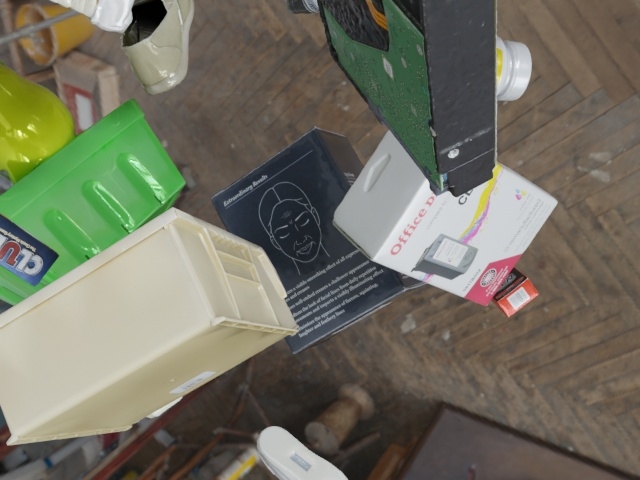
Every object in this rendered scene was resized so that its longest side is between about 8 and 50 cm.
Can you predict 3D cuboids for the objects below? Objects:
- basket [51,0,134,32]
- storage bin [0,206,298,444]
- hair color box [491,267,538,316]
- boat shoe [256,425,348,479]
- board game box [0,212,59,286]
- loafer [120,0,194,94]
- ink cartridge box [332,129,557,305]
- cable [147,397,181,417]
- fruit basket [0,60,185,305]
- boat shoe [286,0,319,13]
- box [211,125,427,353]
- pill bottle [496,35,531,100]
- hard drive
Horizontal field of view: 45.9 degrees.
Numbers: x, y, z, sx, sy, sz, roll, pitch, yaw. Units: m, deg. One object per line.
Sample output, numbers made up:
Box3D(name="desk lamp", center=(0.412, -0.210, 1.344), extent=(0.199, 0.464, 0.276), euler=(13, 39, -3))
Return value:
Box3D(name="basket", center=(-0.265, -0.424, 0.738), extent=(0.331, 0.267, 0.328), euler=(-64, 25, 16))
Box3D(name="storage bin", center=(-0.187, 0.105, 0.843), extent=(0.262, 0.260, 0.123), euler=(-31, 73, 10))
Box3D(name="hair color box", center=(0.337, 0.081, 1.401), extent=(0.072, 0.141, 0.043), euler=(-38, 109, 2))
Box3D(name="boat shoe", center=(-0.024, 0.354, 1.126), extent=(0.184, 0.066, 0.063), euler=(34, 149, 7))
Box3D(name="board game box", center=(-0.397, -0.047, 0.765), extent=(0.243, 0.042, 0.165), euler=(23, 163, 35))
Box3D(name="loafer", center=(-0.252, -0.342, 1.145), extent=(0.102, 0.268, 0.092), euler=(-20, 144, 9))
Box3D(name="ink cartridge box", center=(0.206, -0.045, 1.221), extent=(0.226, 0.306, 0.131), euler=(-58, 43, 13))
Box3D(name="cable", center=(-0.169, 0.186, 1.151), extent=(0.287, 0.139, 0.072), euler=(-30, 76, 9))
Box3D(name="fruit basket", center=(-0.457, -0.107, 1.236), extent=(0.392, 0.392, 0.283), euler=(51, 144, 3))
Box3D(name="boat shoe", center=(0.006, -0.622, 1.657), extent=(0.105, 0.306, 0.113), euler=(2, 159, 41))
Box3D(name="box", center=(0.000, 0.000, 1.673), extent=(0.294, 0.212, 0.395), euler=(-31, 81, 19))
Box3D(name="pill bottle", center=(0.237, -0.292, 1.266), extent=(0.119, 0.209, 0.119), euler=(-178, 90, -72))
Box3D(name="hard drive", center=(0.052, -0.213, 0.585), extent=(0.237, 0.064, 0.339), euler=(60, 173, 35))
